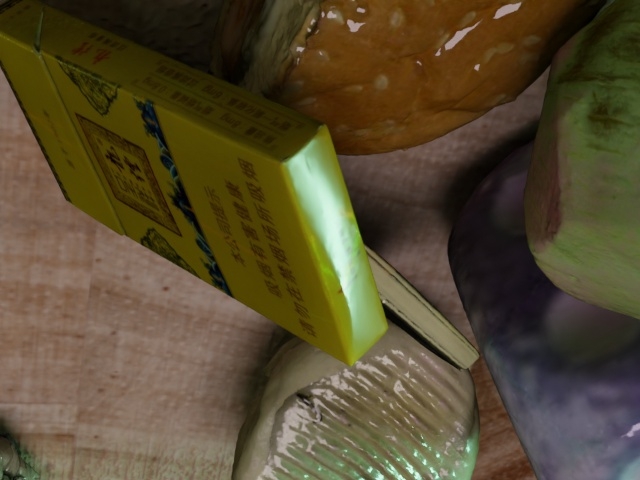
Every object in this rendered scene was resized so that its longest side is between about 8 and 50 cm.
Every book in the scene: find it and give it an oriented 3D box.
[{"bbox_3d":[0.000,0.000,0.799,0.024,0.160,0.228,-52,126,-4],"label":"book"}]

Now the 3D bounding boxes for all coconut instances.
[{"bbox_3d":[0.212,-0.054,0.620,0.204,0.236,0.236,20,124,-43],"label":"coconut"}]

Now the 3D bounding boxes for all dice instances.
[{"bbox_3d":[0.262,0.070,0.835,0.271,0.270,0.270,-24,132,8],"label":"dice"}]

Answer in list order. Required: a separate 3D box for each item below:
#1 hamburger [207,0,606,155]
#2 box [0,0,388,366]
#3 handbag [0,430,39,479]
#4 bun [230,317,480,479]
[{"bbox_3d":[0.077,-0.180,0.646,0.209,0.162,0.330,5,130,-24],"label":"hamburger"},{"bbox_3d":[-0.085,-0.042,0.681,0.041,0.279,0.153,-43,137,-24],"label":"box"},{"bbox_3d":[-0.309,0.212,0.956,0.173,0.095,0.117,-4,137,1],"label":"handbag"},{"bbox_3d":[0.026,0.158,0.963,0.210,0.116,0.237,30,104,-29],"label":"bun"}]
